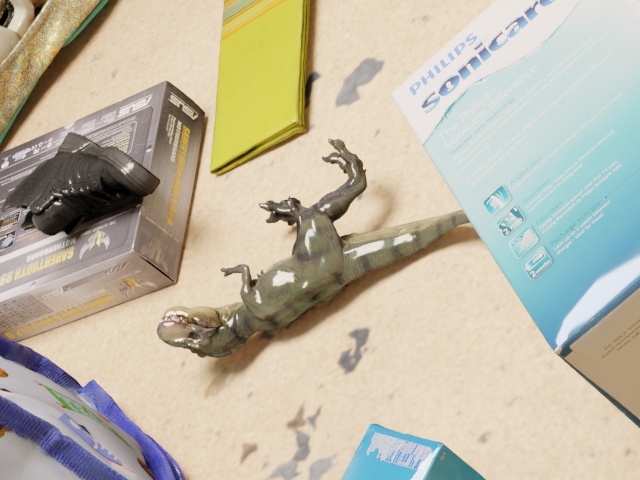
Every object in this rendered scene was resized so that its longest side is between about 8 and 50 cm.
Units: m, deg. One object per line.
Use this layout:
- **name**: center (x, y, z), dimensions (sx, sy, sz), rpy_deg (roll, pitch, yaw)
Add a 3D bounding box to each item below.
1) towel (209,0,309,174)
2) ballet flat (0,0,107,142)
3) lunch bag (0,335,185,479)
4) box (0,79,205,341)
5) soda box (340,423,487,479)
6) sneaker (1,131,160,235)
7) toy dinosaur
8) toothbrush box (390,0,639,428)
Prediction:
- **towel**: center (-0.048, -0.164, 1.559), dimensions (0.102, 0.021, 0.237), rpy_deg (-29, 42, 33)
- **ballet flat**: center (-0.301, -0.208, 1.766), dimensions (0.123, 0.123, 0.348), rpy_deg (23, 75, 51)
- **lunch bag**: center (-0.257, 0.235, 1.231), dimensions (0.328, 0.239, 0.385), rpy_deg (-54, 10, -4)
- **box**: center (-0.212, -0.019, 1.561), dimensions (0.231, 0.056, 0.183), rpy_deg (-21, 47, 32)
- **soda box**: center (0.025, 0.222, 1.105), dimensions (0.067, 0.071, 0.210), rpy_deg (11, 66, 48)
- **sneaker**: center (-0.196, -0.036, 1.476), dimensions (0.089, 0.051, 0.170), rpy_deg (-56, 34, -8)
- **toy dinosaur**: center (0.000, 0.000, 1.337), dimensions (0.268, 0.064, 0.118), rpy_deg (-27, 49, 23)
- **toothbrush box**: center (0.200, -0.056, 1.128), dimensions (0.216, 0.126, 0.295), rpy_deg (-42, 38, 10)
